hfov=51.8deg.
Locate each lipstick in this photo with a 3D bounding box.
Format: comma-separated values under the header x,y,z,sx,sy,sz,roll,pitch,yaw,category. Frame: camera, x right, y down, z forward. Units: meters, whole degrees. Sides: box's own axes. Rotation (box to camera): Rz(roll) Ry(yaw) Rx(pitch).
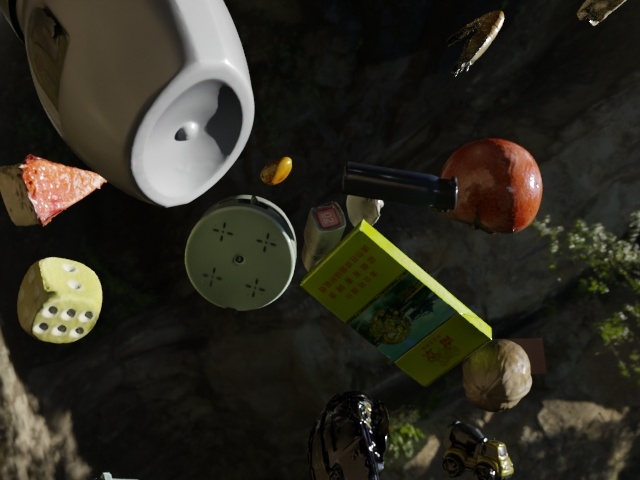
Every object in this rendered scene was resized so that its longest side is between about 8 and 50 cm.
x,y,z,sx,sy,sz,roll,pitch,yaw,category
0.000,0.000,1.633,0.253,0.077,0.079,108,-37,-62,lipstick

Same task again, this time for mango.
x,y,z,sx,sy,sz,roll,pitch,yaw,category
-0.141,-0.227,2.127,0.060,0.114,0.080,58,-4,21,mango

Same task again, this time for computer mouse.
x,y,z,sx,sy,sz,roll,pitch,yaw,category
0.034,0.318,1.022,0.146,0.077,0.241,-45,-157,23,computer mouse

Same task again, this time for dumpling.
x,y,z,sx,sy,sz,roll,pitch,yaw,category
0.146,-0.116,2.010,0.127,0.108,0.188,19,-79,51,dumpling

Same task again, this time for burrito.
x,y,z,sx,sy,sz,roll,pitch,yaw,category
0.630,-0.532,1.360,0.226,0.087,0.060,-39,-125,54,burrito

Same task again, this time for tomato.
x,y,z,sx,sy,sz,roll,pitch,yaw,category
0.434,-0.141,1.679,0.265,0.265,0.265,42,-40,50,tomato

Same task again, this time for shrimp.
x,y,z,sx,sy,sz,roll,pitch,yaw,category
0.403,-0.542,1.856,0.051,0.262,0.198,41,-17,-22,shrimp

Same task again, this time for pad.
x,y,z,sx,sy,sz,roll,pitch,yaw,category
0.602,0.361,2.051,0.006,0.188,0.113,78,11,-72,pad

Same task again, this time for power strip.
x,y,z,sx,sy,sz,roll,pitch,yaw,category
-0.237,0.026,2.030,0.161,0.358,0.357,-88,172,-73,power strip

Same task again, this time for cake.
x,y,z,sx,sy,sz,roll,pitch,yaw,category
-0.490,-0.115,1.196,0.220,0.086,0.116,-62,141,-61,cake

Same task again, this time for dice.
x,y,z,sx,sy,sz,roll,pitch,yaw,category
-0.700,0.160,1.770,0.166,0.169,0.169,-55,-135,21,dice

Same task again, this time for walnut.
x,y,z,sx,sy,sz,roll,pitch,yaw,category
0.354,0.272,1.328,0.140,0.162,0.140,18,-65,45,walnut

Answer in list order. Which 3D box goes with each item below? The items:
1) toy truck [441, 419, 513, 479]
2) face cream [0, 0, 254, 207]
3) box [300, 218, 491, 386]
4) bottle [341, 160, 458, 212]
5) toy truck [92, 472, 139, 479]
x,y,z,sx,sy,sz,roll,pitch,yaw,category
0.500,0.676,2.104,0.224,0.147,0.165,3,-92,44,toy truck
-0.241,-0.235,0.831,0.357,0.219,0.312,51,-43,28,face cream
0.145,0.129,1.277,0.335,0.047,0.187,40,-60,-9,box
0.168,-0.111,1.390,0.072,0.244,0.082,-71,168,-59,bottle
-0.392,0.603,1.469,0.108,0.257,0.140,14,-91,66,toy truck
